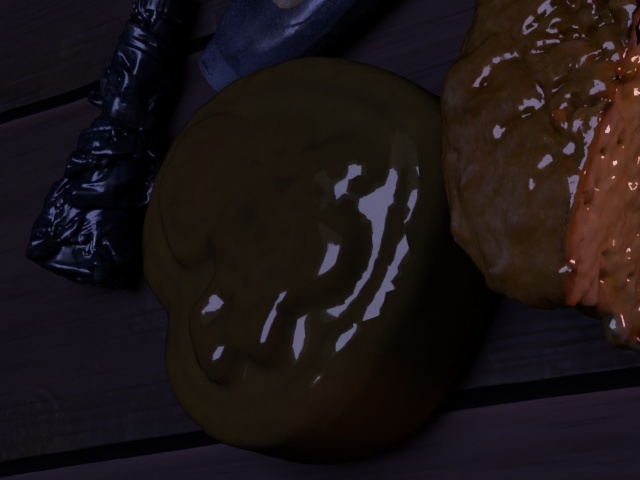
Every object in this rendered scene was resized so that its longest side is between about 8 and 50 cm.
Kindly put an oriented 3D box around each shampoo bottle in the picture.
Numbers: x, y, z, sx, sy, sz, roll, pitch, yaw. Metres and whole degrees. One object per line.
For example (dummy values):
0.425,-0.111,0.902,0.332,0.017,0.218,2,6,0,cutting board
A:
0.014,-0.180,0.953,0.234,0.049,0.087,-42,50,21,shampoo bottle

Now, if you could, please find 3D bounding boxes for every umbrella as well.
-0.136,-0.078,1.033,0.080,0.071,0.224,14,77,14,umbrella

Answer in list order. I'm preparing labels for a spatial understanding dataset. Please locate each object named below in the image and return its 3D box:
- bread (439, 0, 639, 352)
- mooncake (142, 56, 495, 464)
0.139,-0.067,0.756,0.139,0.143,0.229,11,76,52,bread
0.000,0.000,0.857,0.235,0.117,0.234,-18,62,37,mooncake
